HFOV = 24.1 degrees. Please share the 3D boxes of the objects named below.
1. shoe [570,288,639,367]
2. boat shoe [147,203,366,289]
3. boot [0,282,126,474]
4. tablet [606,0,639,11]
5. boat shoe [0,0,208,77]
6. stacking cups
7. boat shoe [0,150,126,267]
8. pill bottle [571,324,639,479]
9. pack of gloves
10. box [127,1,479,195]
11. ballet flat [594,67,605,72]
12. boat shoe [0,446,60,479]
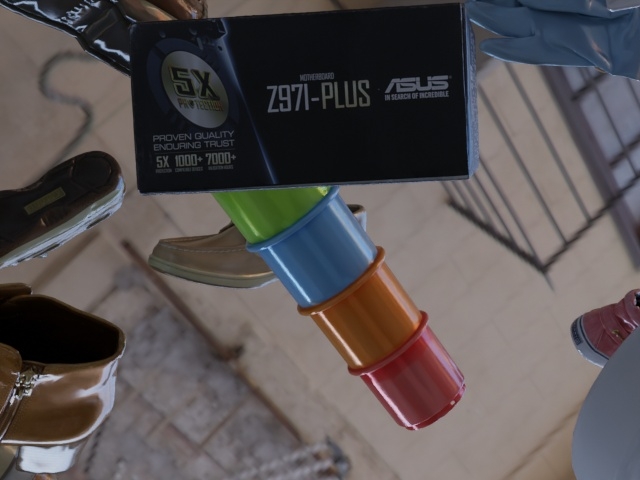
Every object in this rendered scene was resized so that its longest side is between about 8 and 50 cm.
[{"bbox_3d":[0.331,0.100,1.464,0.081,0.178,0.063,-35,-133,36],"label":"shoe"},{"bbox_3d":[-0.072,-0.002,1.837,0.109,0.302,0.098,24,-68,54],"label":"boat shoe"},{"bbox_3d":[-0.304,0.101,1.145,0.295,0.211,0.104,5,-126,-13],"label":"boot"},{"bbox_3d":[0.215,-0.162,0.912,0.083,0.006,0.054,-9,-143,15],"label":"tablet"},{"bbox_3d":[-0.227,-0.255,1.337,0.111,0.307,0.104,-20,-132,36],"label":"boat shoe"},{"bbox_3d":[0.000,0.000,1.113,0.096,0.316,0.096,-35,-164,12],"label":"stacking cups"},{"bbox_3d":[-0.251,-0.006,1.271,0.190,0.072,0.068,-23,-119,-12],"label":"boat shoe"},{"bbox_3d":[0.290,0.183,0.698,0.210,0.210,0.363,-39,-133,-1],"label":"pill bottle"},{"bbox_3d":[0.214,-0.202,1.062,0.232,0.046,0.195,13,-94,-2],"label":"pack of gloves"},{"bbox_3d":[0.001,-0.066,0.721,0.147,0.180,0.077,-2,-86,8],"label":"box"},{"bbox_3d":[0.289,-0.306,1.597,0.116,0.124,0.342,-57,-170,45],"label":"ballet flat"},{"bbox_3d":[-0.405,0.287,1.812,0.113,0.103,0.302,-57,-158,-17],"label":"boat shoe"}]
